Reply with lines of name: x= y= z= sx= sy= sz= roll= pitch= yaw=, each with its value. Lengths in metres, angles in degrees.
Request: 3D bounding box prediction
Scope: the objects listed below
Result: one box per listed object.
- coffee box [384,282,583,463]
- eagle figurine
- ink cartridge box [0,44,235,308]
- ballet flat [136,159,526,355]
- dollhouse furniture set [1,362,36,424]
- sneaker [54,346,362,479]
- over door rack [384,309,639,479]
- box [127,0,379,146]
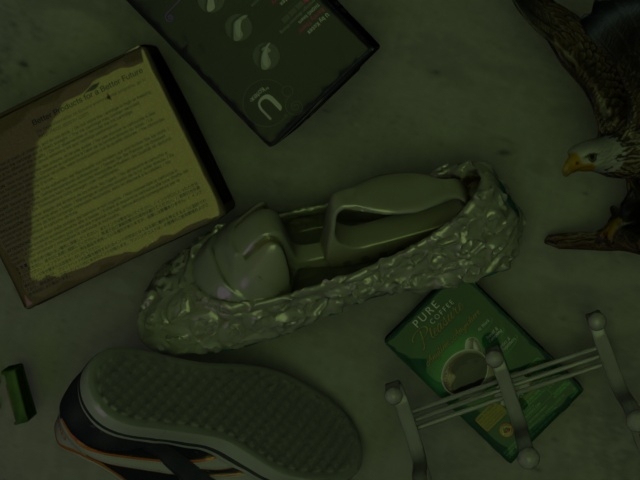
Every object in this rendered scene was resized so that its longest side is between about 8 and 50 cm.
coffee box: x=0.168 y=0.127 z=1.794 sx=0.184 sy=0.040 sz=0.113 roll=43 pitch=99 yaw=-2
eagle figurine: x=0.297 y=-0.123 z=1.655 sx=0.226 sy=0.225 sz=0.298 roll=-4 pitch=105 yaw=16
ink cartridge box: x=-0.234 y=-0.066 z=1.780 sx=0.234 sy=0.088 sz=0.193 roll=-25 pitch=94 yaw=8
ballet flat: x=0.000 y=0.000 z=1.737 sx=0.409 sy=0.147 sz=0.147 roll=-16 pitch=96 yaw=2
dollhouse furniture set: x=-0.380 y=0.173 z=1.831 sx=0.151 sy=0.076 sz=0.058 roll=-12 pitch=96 yaw=6
sneaker: x=-0.118 y=0.195 z=1.777 sx=0.321 sy=0.126 sz=0.127 roll=19 pitch=140 yaw=-26
over door rack: x=0.221 y=0.255 z=1.699 sx=0.239 sy=0.108 sz=0.324 roll=-20 pitch=80 yaw=7
box: x=-0.085 y=-0.238 z=1.704 sx=0.143 sy=0.165 sz=0.270 roll=-44 pitch=92 yaw=9
